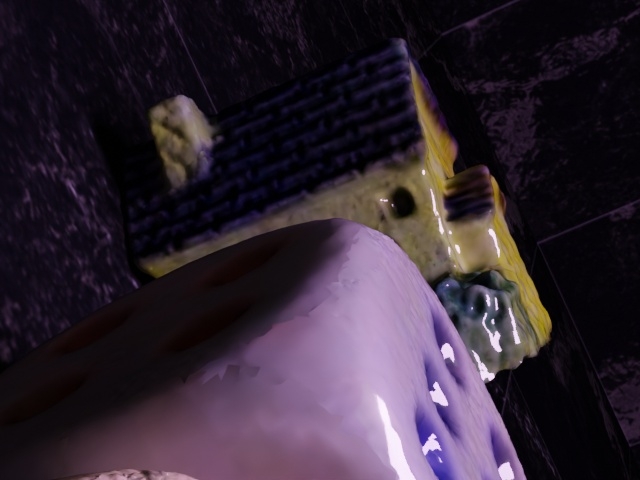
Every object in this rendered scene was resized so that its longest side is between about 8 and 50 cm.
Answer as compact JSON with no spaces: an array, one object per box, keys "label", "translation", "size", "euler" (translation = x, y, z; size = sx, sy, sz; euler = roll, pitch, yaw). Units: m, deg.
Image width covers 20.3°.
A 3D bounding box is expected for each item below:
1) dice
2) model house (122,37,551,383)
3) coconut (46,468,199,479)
[{"label":"dice","translation":[-0.026,0.115,0.689],"size":[0.194,0.192,0.193],"euler":[62,13,-10]},{"label":"model house","translation":[0.000,0.000,0.974],"size":[0.211,0.194,0.170],"euler":[68,16,2]},{"label":"coconut","translation":[-0.079,0.141,0.527],"size":[0.147,0.152,0.147],"euler":[11,69,-32]}]
